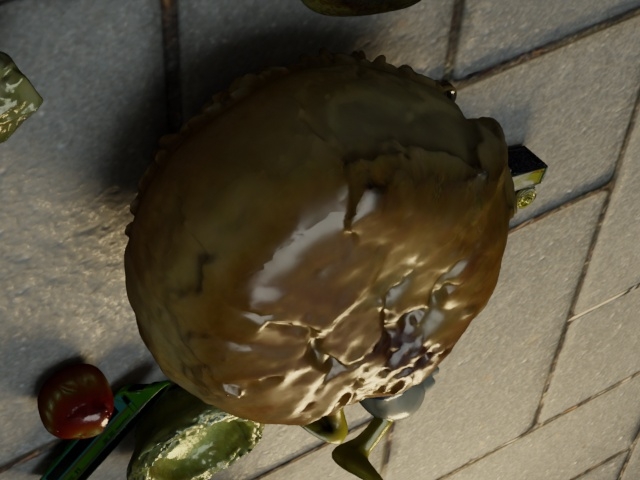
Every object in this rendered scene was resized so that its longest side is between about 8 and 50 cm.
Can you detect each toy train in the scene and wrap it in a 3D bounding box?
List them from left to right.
[{"bbox_3d":[-0.256,0.225,1.574,0.209,0.042,0.044,-48,170,15],"label":"toy train"},{"bbox_3d":[0.191,-0.069,1.617,0.202,0.060,0.081,-14,136,-35],"label":"toy train"}]

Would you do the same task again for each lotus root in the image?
[{"bbox_3d":[0.043,-0.245,1.218,0.179,0.080,0.089,-10,141,-36],"label":"lotus root"}]

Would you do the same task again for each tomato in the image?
[{"bbox_3d":[-0.267,0.181,1.476,0.087,0.075,0.087,-23,148,-15],"label":"tomato"}]

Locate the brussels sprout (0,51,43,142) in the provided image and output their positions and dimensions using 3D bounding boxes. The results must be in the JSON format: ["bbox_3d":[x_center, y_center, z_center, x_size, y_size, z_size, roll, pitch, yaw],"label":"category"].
[{"bbox_3d":[-0.315,-0.100,1.045,0.181,0.100,0.139,-30,158,-14],"label":"brussels sprout"}]

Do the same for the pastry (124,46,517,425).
[{"bbox_3d":[-0.003,-0.006,1.321,0.409,0.245,0.410,-20,139,-19],"label":"pastry"}]

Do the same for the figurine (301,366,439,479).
[{"bbox_3d":[0.076,0.109,1.676,0.338,0.204,0.283,-53,146,0],"label":"figurine"}]

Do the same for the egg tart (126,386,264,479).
[{"bbox_3d":[-0.163,0.243,1.659,0.197,0.078,0.197,-25,148,-17],"label":"egg tart"}]

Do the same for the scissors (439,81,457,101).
[{"bbox_3d":[0.093,-0.090,1.533,0.088,0.017,0.220,-19,144,-33],"label":"scissors"}]
